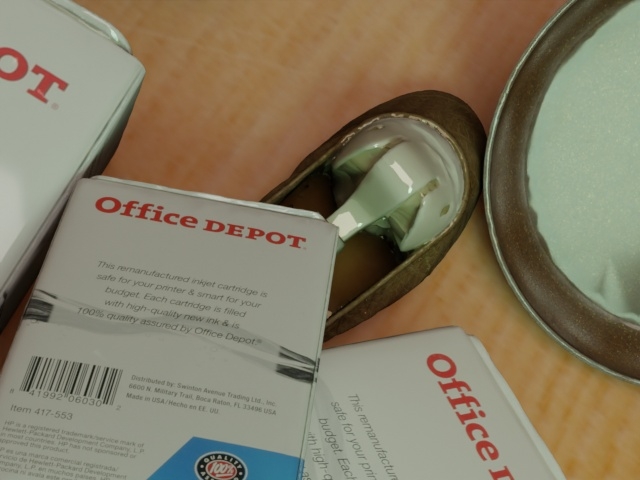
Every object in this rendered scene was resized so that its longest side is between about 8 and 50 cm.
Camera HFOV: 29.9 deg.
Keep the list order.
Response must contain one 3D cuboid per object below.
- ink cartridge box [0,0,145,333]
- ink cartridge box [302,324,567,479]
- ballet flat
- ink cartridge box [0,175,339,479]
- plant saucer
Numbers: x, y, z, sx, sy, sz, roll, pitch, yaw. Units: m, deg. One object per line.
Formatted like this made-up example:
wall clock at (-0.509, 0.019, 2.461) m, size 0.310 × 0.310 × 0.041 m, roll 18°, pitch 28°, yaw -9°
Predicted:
ink cartridge box at (-0.315, 0.010, 0.628) m, size 0.285 × 0.166 × 0.395 m, roll 31°, pitch 69°, yaw -6°
ink cartridge box at (-0.015, 0.174, 0.627) m, size 0.283 × 0.117 × 0.207 m, roll -8°, pitch 46°, yaw -22°
ballet flat at (0.000, 0.000, 0.745) m, size 0.342 × 0.124 × 0.116 m, roll -36°, pitch 83°, yaw -22°
ink cartridge box at (-0.073, 0.070, 0.572) m, size 0.139 × 0.082 × 0.191 m, roll 10°, pitch 44°, yaw 0°
plant saucer at (0.263, -0.048, 0.805) m, size 0.310 × 0.050 × 0.311 m, roll 0°, pitch 106°, yaw 1°
